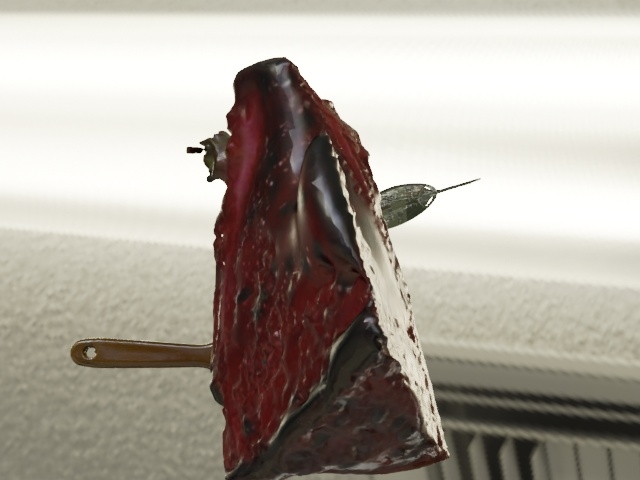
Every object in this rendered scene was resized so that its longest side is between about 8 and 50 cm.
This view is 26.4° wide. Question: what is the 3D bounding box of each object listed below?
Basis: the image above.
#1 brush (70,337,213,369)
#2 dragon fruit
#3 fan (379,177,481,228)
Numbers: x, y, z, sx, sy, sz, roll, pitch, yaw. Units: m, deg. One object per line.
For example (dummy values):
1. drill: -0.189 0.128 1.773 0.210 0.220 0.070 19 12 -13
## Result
1. brush: -0.073 0.071 0.843 0.170 0.043 0.014 1 -16 9
2. dragon fruit: -0.018 0.006 0.586 0.092 0.192 0.122 -16 -23 9
3. fan: 0.057 -0.028 0.876 0.080 0.060 0.003 -31 -116 24
